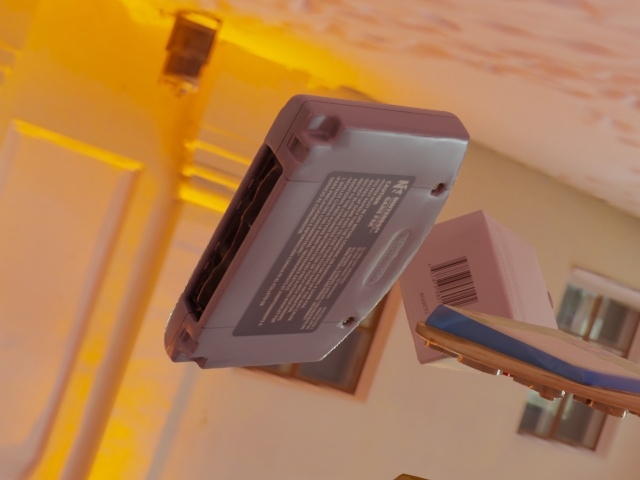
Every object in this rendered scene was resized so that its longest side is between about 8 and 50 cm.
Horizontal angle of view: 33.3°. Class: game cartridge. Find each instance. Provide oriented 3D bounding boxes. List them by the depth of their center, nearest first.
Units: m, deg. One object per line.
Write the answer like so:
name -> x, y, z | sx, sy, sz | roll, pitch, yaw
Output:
game cartridge -> 0.000, 0.000, 0.955 | 0.198, 0.297, 0.062 | -2, -134, -41

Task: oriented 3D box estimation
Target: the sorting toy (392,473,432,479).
sorting toy -> 0.064, 0.238, 0.518 | 0.229, 0.041, 0.307 | -16, -145, 6

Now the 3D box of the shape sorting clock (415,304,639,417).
shape sorting clock -> 0.165, 0.092, 0.746 | 0.206, 0.040, 0.206 | 18, -174, -2

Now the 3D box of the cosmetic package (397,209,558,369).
cosmetic package -> 0.251, 0.092, 1.649 | 0.155, 0.196, 0.365 | -19, 163, 18
